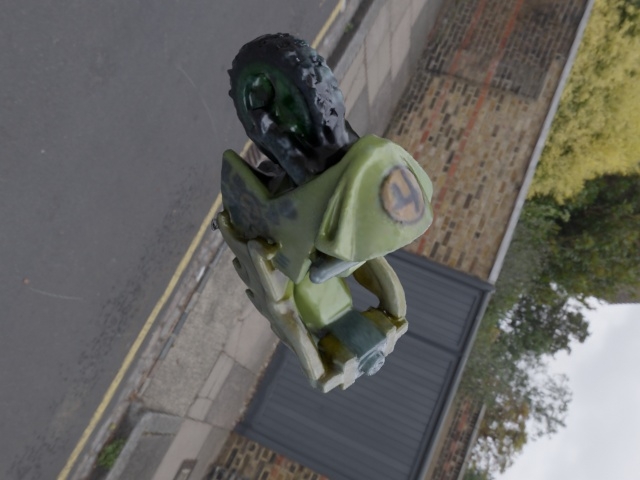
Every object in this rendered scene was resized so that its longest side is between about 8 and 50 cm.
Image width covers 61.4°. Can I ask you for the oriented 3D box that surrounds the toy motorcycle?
[{"bbox_3d":[0.000,0.000,0.578,0.168,0.237,0.410,-32,147,-26],"label":"toy motorcycle"}]
